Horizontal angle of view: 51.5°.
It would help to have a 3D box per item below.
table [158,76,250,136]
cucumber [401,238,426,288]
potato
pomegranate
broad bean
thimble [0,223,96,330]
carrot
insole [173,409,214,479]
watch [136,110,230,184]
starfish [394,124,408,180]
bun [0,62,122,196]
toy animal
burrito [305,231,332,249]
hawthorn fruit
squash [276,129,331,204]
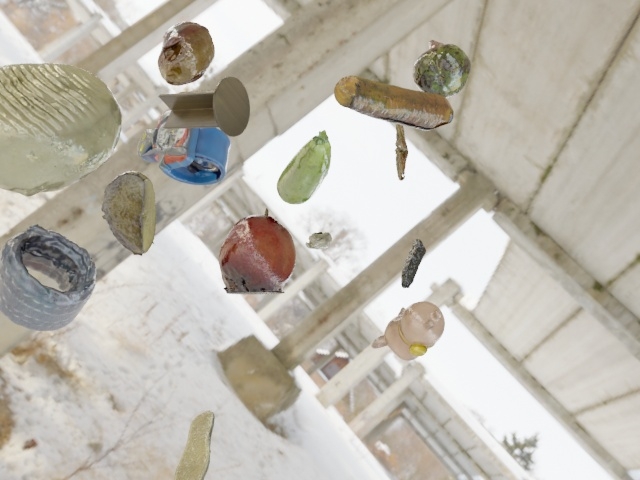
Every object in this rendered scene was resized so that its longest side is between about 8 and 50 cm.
[{"bbox_3d":[-0.343,-0.380,1.913,0.226,0.167,0.167,3,-35,28],"label":"table"},{"bbox_3d":[0.294,0.078,2.131,0.053,0.182,0.053,21,-27,11],"label":"cucumber"},{"bbox_3d":[-0.556,-0.088,1.938,0.138,0.243,0.098,8,15,9],"label":"potato"},{"bbox_3d":[0.284,-0.422,1.589,0.125,0.138,0.163,13,57,-61],"label":"pomegranate"},{"bbox_3d":[-0.346,-0.479,1.692,0.229,0.156,0.122,-94,165,-53],"label":"broad bean"},{"bbox_3d":[-0.673,0.090,1.619,0.236,0.205,0.172,48,-54,6],"label":"thimble"},{"bbox_3d":[0.134,-0.239,1.157,0.260,0.070,0.070,3,28,-42],"label":"carrot"},{"bbox_3d":[-0.255,0.431,1.349,0.011,0.081,0.248,58,12,-23],"label":"insole"},{"bbox_3d":[-0.482,-0.299,2.347,0.305,0.242,0.274,-8,-26,33],"label":"watch"},{"bbox_3d":[0.257,-0.294,2.110,0.227,0.043,0.241,-94,174,-66],"label":"starfish"},{"bbox_3d":[-0.598,-0.237,1.436,0.326,0.362,0.235,15,-50,10],"label":"bun"},{"bbox_3d":[0.275,0.263,1.928,0.149,0.165,0.248,57,-32,4],"label":"toy animal"},{"bbox_3d":[-0.002,-0.001,2.180,0.045,0.058,0.188,18,8,20],"label":"burrito"},{"bbox_3d":[-0.147,0.026,1.625,0.189,0.251,0.189,14,-28,8],"label":"hawthorn fruit"},{"bbox_3d":[-0.035,-0.199,1.867,0.118,0.118,0.370,50,-28,2],"label":"squash"}]
